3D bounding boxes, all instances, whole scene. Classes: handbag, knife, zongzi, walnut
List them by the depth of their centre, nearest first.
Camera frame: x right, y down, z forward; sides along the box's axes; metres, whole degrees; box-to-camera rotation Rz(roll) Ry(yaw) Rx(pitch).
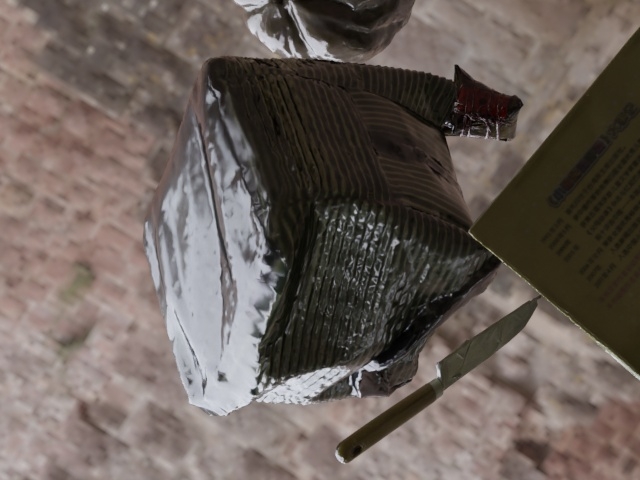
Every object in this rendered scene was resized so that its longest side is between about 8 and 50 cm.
[{"bbox_3d":[0.000,0.000,1.343,0.240,0.341,0.247,-4,-121,-23],"label":"handbag"},{"bbox_3d":[0.139,-0.115,1.455,0.083,0.073,0.067,35,165,11],"label":"zongzi"},{"bbox_3d":[0.012,-0.284,1.601,0.224,0.224,0.224,32,-175,-3],"label":"walnut"},{"bbox_3d":[0.130,0.138,1.618,0.017,0.298,0.047,27,141,48],"label":"knife"}]

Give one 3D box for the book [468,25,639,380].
[{"bbox_3d":[0.209,-0.008,0.897,0.192,0.168,0.013,42,-173,16],"label":"book"}]
